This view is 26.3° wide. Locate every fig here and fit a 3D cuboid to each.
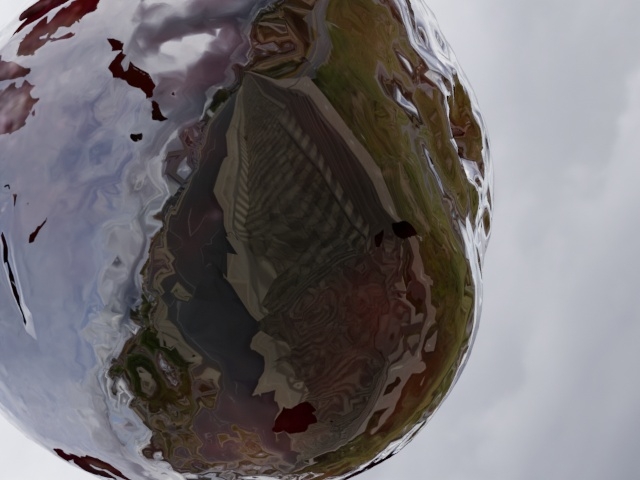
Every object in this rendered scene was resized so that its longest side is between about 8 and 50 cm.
[{"bbox_3d":[-0.069,-0.006,0.459,0.204,0.249,0.186,-82,-22,-51],"label":"fig"}]
